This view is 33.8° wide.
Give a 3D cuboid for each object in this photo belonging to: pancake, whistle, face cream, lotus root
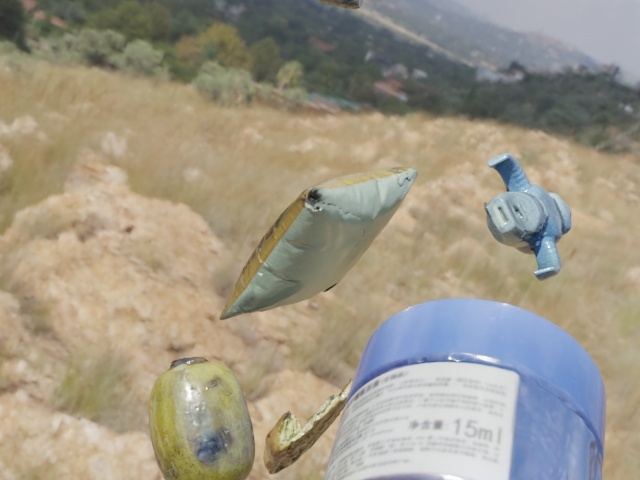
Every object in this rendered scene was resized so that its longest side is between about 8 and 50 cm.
[{"bbox_3d":[-0.041,0.336,1.834,0.056,0.257,0.212,44,31,14],"label":"pancake"},{"bbox_3d":[0.286,-0.031,1.460,0.269,0.093,0.180,0,68,-67],"label":"whistle"},{"bbox_3d":[0.131,0.215,0.970,0.249,0.249,0.225,26,45,-3],"label":"face cream"},{"bbox_3d":[-0.174,0.312,1.592,0.154,0.154,0.278,3,71,-57],"label":"lotus root"}]

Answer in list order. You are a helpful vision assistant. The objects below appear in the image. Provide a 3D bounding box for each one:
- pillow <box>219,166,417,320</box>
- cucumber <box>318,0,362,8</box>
[{"bbox_3d":[0.000,0.000,1.755,0.119,0.310,0.312,51,35,15],"label":"pillow"},{"bbox_3d":[0.018,-0.404,1.671,0.112,0.064,0.064,21,12,18],"label":"cucumber"}]
